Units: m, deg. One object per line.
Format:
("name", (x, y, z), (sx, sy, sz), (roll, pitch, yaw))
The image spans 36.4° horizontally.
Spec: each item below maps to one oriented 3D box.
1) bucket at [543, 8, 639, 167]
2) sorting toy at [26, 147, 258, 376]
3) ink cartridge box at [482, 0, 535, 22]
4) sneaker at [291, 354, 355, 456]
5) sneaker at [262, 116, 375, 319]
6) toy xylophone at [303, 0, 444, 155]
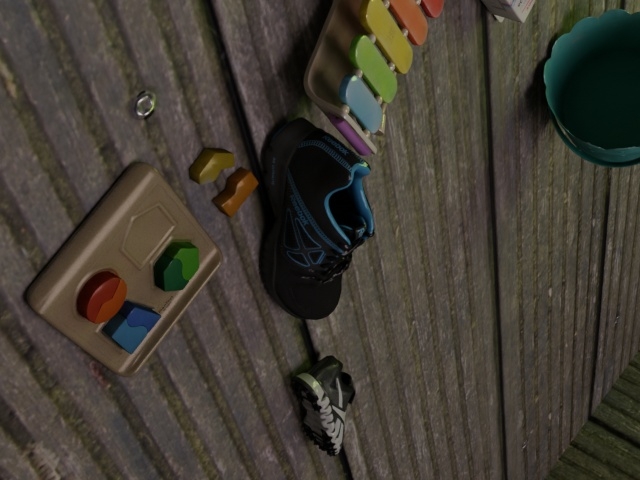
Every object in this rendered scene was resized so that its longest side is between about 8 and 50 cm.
("bucket", (0.568, -0.277, 1.845), (0.281, 0.281, 0.183), (-62, 157, 0))
("sorting toy", (-0.193, 0.008, 1.187), (0.307, 0.041, 0.229), (-53, 148, -13))
("ink cartridge box", (0.302, -0.425, 1.535), (0.198, 0.067, 0.115), (27, 90, -59))
("sneaker", (0.021, 0.282, 1.671), (0.106, 0.078, 0.234), (-41, 141, -25))
("sneaker", (0.000, 0.000, 1.364), (0.125, 0.140, 0.340), (-39, 142, -32))
("toy xylophone", (0.085, -0.268, 1.296), (0.236, 0.081, 0.322), (25, 81, -60))
